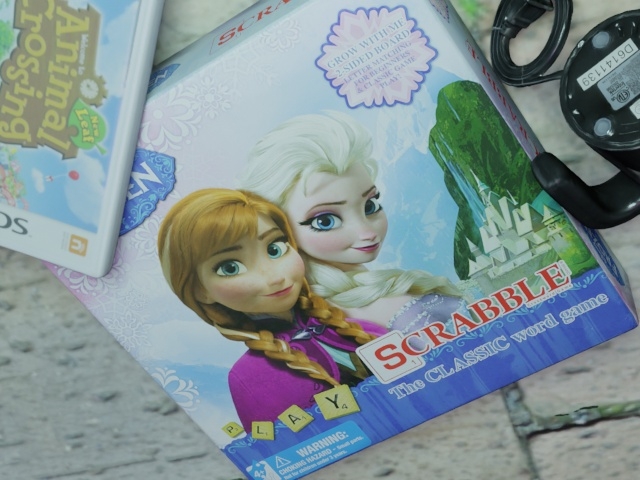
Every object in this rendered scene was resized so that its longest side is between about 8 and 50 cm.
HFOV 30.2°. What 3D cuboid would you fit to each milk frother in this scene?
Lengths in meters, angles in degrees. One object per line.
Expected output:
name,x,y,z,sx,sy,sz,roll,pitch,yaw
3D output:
milk frother,0.186,-0.092,0.725,0.129,0.143,0.135,-22,152,29

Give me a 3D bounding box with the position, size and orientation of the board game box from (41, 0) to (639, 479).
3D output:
board game box,0.000,0.000,0.807,0.319,0.066,0.318,-29,118,21

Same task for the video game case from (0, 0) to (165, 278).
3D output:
video game case,-0.200,-0.101,0.724,0.193,0.023,0.212,18,111,7
